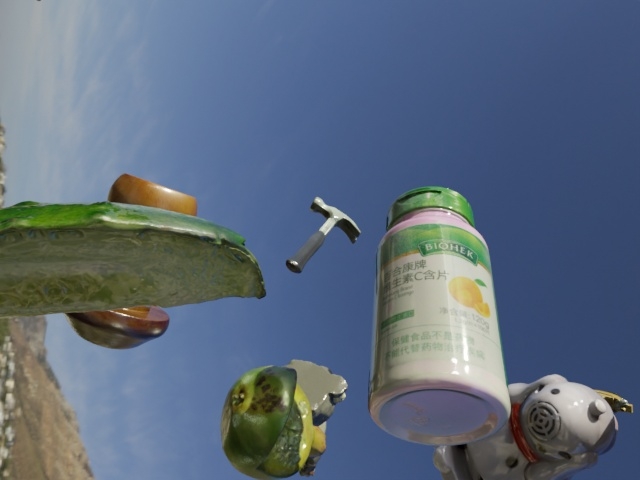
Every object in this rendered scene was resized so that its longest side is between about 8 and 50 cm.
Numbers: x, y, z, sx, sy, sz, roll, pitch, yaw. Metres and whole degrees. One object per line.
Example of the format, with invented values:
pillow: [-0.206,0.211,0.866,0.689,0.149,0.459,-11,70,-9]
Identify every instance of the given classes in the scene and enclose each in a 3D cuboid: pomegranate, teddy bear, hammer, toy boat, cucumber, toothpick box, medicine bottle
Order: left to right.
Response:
cucumber: [-0.220,0.011,0.560,0.105,0.325,0.145,-99,-172,-50]
toothpick box: [-0.330,0.041,0.979,0.192,0.192,0.294,21,-89,56]
pomegranate: [-0.070,0.247,0.753,0.122,0.169,0.143,-9,-124,15]
teddy bear: [-0.052,0.346,1.136,0.144,0.171,0.251,-54,163,-48]
hammer: [0.000,0.000,0.914,0.029,0.103,0.246,-59,178,27]
medicine bottle: [0.122,0.066,0.606,0.133,0.133,0.274,-45,-155,39]
toy boat: [0.673,0.391,1.355,0.149,0.049,0.047,2,-72,36]

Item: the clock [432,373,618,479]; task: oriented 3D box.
clock: [0.303,0.275,0.792,0.254,0.189,0.189,-47,-136,41]
